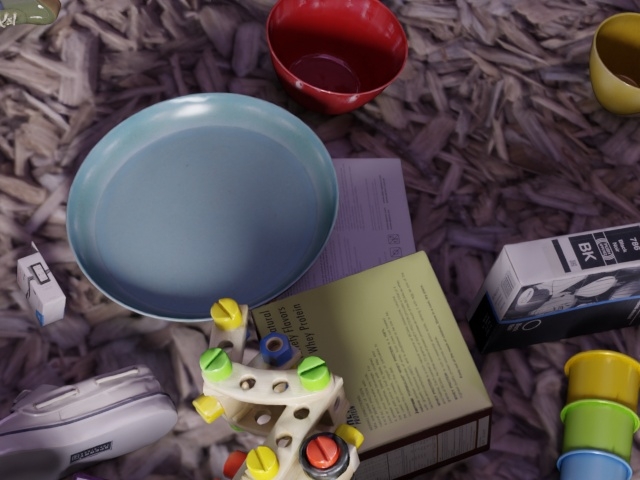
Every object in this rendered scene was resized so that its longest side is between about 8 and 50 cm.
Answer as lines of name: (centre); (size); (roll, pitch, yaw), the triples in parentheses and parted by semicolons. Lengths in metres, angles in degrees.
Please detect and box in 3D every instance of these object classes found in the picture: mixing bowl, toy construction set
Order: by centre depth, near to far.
toy construction set: (-0.082, 0.230, 1.512); (0.215, 0.151, 0.327); (21, 75, 24)
mixing bowl: (0.011, -0.227, 1.983); (0.182, 0.098, 0.181); (7, 55, -10)

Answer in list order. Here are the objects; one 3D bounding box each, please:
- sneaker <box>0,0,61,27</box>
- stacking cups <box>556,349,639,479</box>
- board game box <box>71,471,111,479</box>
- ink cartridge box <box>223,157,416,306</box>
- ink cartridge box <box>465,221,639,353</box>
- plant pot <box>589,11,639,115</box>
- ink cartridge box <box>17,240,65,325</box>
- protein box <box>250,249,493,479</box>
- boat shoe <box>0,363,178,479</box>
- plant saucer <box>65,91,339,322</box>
sneaker: (-0.426, -0.279, 1.941); (0.192, 0.064, 0.086); (12, 63, -5)
stacking cups: (0.302, 0.274, 1.718); (0.096, 0.096, 0.316); (15, 54, -3)
board game box: (-0.110, 0.374, 1.588); (0.347, 0.056, 0.208); (15, 51, -3)
ink cartridge box: (0.000, 0.000, 1.861); (0.224, 0.045, 0.223); (0, 57, -11)
ink cartridge box: (0.349, 0.045, 1.841); (0.333, 0.165, 0.065); (-11, 60, -18)
plant pot: (0.412, -0.222, 2.075); (0.134, 0.095, 0.134); (6, 57, -9)
ink cartridge box: (-0.318, 0.048, 1.753); (0.028, 0.048, 0.083); (-22, 63, -25)
protein box: (0.055, 0.152, 1.690); (0.201, 0.136, 0.199); (-19, 62, -6)
boat shoe: (-0.284, 0.192, 1.639); (0.268, 0.096, 0.088); (-18, 59, -24)
plant saucer: (-0.135, -0.035, 1.814); (0.318, 0.043, 0.317); (-2, 57, 4)
